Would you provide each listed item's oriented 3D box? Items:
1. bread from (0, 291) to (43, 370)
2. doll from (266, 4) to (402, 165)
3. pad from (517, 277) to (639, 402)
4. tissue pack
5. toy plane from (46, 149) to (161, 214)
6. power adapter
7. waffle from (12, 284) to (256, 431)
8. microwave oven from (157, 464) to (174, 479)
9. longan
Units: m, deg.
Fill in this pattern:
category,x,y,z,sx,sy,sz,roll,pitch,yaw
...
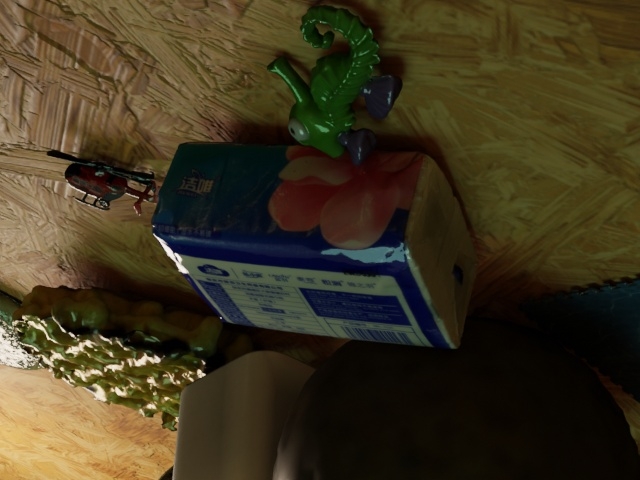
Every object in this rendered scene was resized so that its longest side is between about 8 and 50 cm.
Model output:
category,x,y,z,sx,sy,sz,roll,pitch,yaw
bread,-0.519,0.128,1.988,0.267,0.040,0.267,17,153,9
doll,0.009,-0.132,1.103,0.115,0.050,0.190,29,149,1
pad,0.375,0.111,1.320,0.269,0.012,0.270,35,151,-24
tissue pack,0.000,0.000,1.264,0.270,0.137,0.209,4,148,26
toy plane,-0.226,-0.062,1.420,0.145,0.037,0.060,19,144,14
power adapter,-0.090,0.281,1.558,0.124,0.255,0.187,29,138,-32
waffle,-0.231,0.172,1.792,0.380,0.095,0.382,10,153,14
microwave oven,-0.142,0.436,2.007,0.237,0.181,0.295,60,163,4
longan,0.143,0.264,1.373,0.391,0.391,0.391,17,153,9
